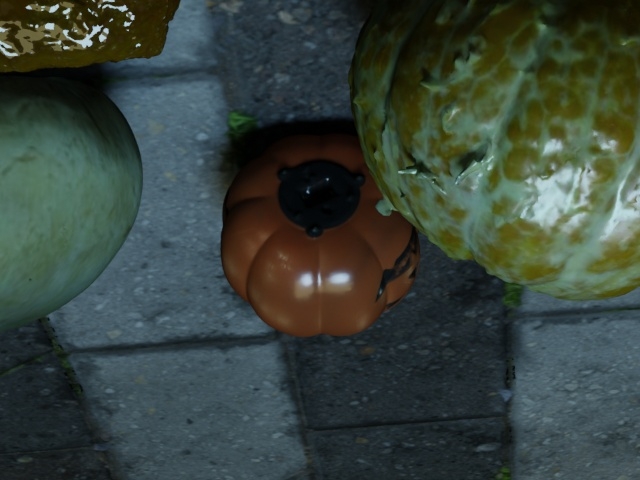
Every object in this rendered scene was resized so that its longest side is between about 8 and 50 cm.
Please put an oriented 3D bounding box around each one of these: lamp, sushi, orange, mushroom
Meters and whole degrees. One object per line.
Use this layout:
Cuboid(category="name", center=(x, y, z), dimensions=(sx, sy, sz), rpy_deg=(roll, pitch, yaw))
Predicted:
Cuboid(category="lamp", center=(0.000, 0.000, 1.656), dimensions=(0.187, 0.187, 0.164), rpy_deg=(-2, 151, -1))
Cuboid(category="sushi", center=(-0.223, -0.200, 1.349), dimensions=(0.287, 0.149, 0.140), rpy_deg=(-4, 114, 1))
Cuboid(category="orange", center=(0.179, -0.093, 1.397), dimensions=(0.329, 0.329, 0.249), rpy_deg=(19, 99, -32))
Cuboid(category="mushroom", center=(-0.323, -0.042, 1.487), dimensions=(0.352, 0.260, 0.352), rpy_deg=(-16, 173, -2))
